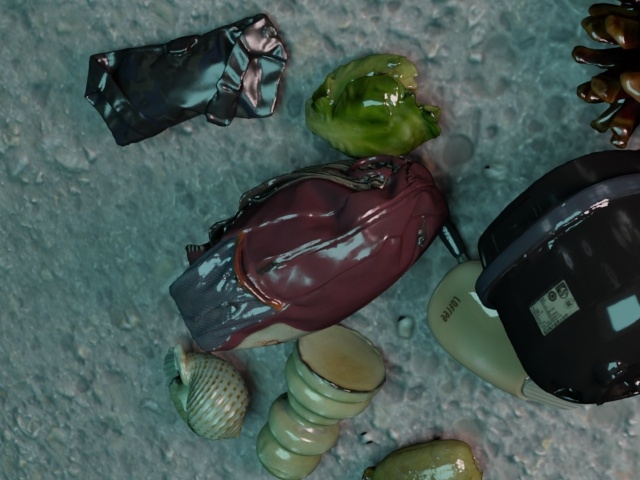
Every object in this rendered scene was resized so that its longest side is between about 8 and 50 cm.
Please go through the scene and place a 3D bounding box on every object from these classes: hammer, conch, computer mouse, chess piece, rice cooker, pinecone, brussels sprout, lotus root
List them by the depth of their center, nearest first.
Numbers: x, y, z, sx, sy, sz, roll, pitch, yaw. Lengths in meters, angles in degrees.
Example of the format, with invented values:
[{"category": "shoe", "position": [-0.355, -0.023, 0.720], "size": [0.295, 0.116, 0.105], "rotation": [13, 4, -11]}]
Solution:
[{"category": "pinecone", "position": [0.374, -0.198, 1.079], "size": [0.264, 0.264, 0.264], "rotation": [9, 111, 24]}, {"category": "rice cooker", "position": [0.311, 0.046, 1.150], "size": [0.267, 0.267, 0.224], "rotation": [-40, 61, 32]}, {"category": "computer mouse", "position": [0.245, 0.118, 1.322], "size": [0.236, 0.082, 0.145], "rotation": [31, 120, -2]}, {"category": "brussels sprout", "position": [0.062, -0.156, 1.345], "size": [0.181, 0.100, 0.139], "rotation": [-11, 122, 19]}, {"category": "hammer", "position": [0.175, 0.002, 1.378], "size": [0.103, 0.029, 0.246], "rotation": [-28, 92, 32]}, {"category": "lotus root", "position": [0.135, 0.326, 1.480], "size": [0.183, 0.077, 0.090], "rotation": [-16, 99, 29]}, {"category": "chess piece", "position": [-0.017, 0.244, 1.508], "size": [0.133, 0.133, 0.243], "rotation": [36, 124, 12]}, {"category": "conch", "position": [-0.166, 0.226, 1.588], "size": [0.135, 0.102, 0.153], "rotation": [-40, 64, 48]}]

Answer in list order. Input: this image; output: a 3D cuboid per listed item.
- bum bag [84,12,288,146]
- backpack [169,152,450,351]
[{"category": "bum bag", "position": [-0.186, -0.213, 1.459], "size": [0.310, 0.074, 0.137], "rotation": [-8, 91, 23]}, {"category": "backpack", "position": [0.000, 0.000, 1.317], "size": [0.317, 0.283, 0.197], "rotation": [-33, 87, 32]}]
